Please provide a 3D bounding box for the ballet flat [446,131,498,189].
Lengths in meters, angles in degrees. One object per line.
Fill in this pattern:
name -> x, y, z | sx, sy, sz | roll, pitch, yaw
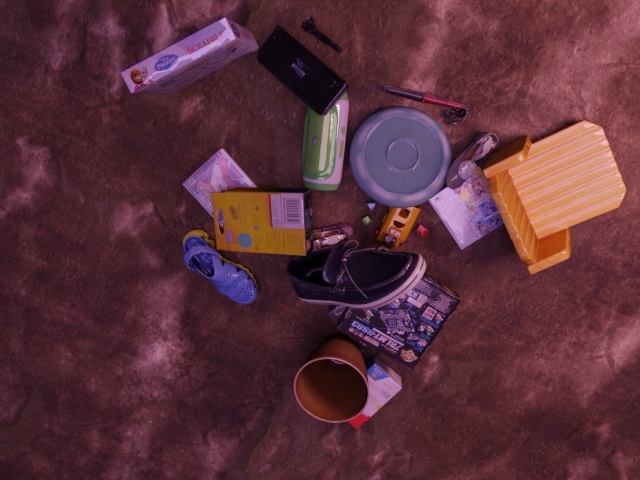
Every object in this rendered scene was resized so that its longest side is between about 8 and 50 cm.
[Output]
ballet flat -> 0.458, -0.245, 1.627 | 0.072, 0.068, 0.213 | 40, 83, -20

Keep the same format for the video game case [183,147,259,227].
video game case -> -0.321, -0.170, 1.774 | 0.183, 0.023, 0.201 | -39, 99, 13

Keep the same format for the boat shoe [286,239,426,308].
boat shoe -> 0.086, 0.097, 1.629 | 0.500, 0.186, 0.156 | -7, 132, 44

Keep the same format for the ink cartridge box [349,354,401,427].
ink cartridge box -> 0.160, 0.534, 1.898 | 0.134, 0.078, 0.231 | 42, 105, -6

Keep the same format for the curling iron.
curling iron -> 0.322, -0.420, 1.642 | 0.274, 0.035, 0.068 | 21, 106, -1

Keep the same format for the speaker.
speaker -> 0.014, -0.308, 1.654 | 0.131, 0.131, 0.296 | 6, 106, 3

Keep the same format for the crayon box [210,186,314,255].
crayon box -> -0.184, -0.065, 1.715 | 0.319, 0.081, 0.202 | 4, 107, 18

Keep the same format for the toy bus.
toy bus -> 0.239, -0.043, 1.718 | 0.191, 0.104, 0.202 | -21, 102, 10

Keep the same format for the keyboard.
keyboard -> -0.034, -0.528, 1.579 | 0.317, 0.033, 0.201 | 46, 104, 19

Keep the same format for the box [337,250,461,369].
box -> 0.252, 0.230, 1.751 | 0.296, 0.073, 0.293 | 29, 105, -4

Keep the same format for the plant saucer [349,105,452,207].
plant saucer -> 0.249, -0.258, 1.638 | 0.318, 0.044, 0.317 | 0, 88, -3

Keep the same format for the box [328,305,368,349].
box -> 0.170, 0.232, 1.825 | 0.231, 0.056, 0.183 | -41, 99, 13

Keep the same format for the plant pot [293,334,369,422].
plant pot -> 0.055, 0.423, 1.779 | 0.237, 0.254, 0.237 | 4, 111, 9

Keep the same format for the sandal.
sandal -> -0.345, 0.105, 1.794 | 0.317, 0.138, 0.126 | 40, 103, -8

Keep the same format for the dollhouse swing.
dollhouse swing -> 0.702, -0.144, 1.568 | 0.305, 0.315, 0.346 | -20, 103, 31

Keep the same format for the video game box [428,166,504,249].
video game box -> 0.472, -0.105, 1.711 | 0.187, 0.048, 0.205 | -33, 100, 14

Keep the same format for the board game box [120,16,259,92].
board game box -> -0.354, -0.514, 1.529 | 0.319, 0.318, 0.065 | -23, 102, 10

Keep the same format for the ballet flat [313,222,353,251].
ballet flat -> 0.000, 0.000, 1.764 | 0.222, 0.079, 0.076 | -17, 104, 10
